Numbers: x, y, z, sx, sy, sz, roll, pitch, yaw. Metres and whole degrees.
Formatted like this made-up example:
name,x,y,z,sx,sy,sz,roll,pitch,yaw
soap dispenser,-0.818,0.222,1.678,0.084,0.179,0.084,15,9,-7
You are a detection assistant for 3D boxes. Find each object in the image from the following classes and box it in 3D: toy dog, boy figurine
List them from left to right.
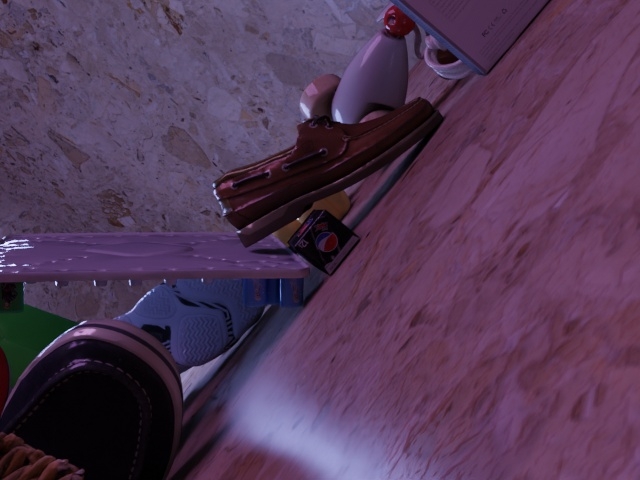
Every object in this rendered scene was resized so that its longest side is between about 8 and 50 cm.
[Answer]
name,x,y,z,sx,sy,sz,roll,pitch,yaw
boy figurine,-0.023,-0.051,1.380,0.177,0.092,0.285,-52,6,-20
toy dog,0.123,-0.261,1.252,0.334,0.220,0.161,-38,-20,34

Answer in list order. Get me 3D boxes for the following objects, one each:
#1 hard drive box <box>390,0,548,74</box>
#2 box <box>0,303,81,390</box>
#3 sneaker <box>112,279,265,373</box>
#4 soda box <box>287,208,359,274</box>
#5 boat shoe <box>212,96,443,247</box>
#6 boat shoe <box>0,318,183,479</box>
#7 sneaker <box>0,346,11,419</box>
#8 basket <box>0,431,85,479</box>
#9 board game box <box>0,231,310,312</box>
name,x,y,z,sx,sy,sz,roll,pitch,yaw
hard drive box,0.165,-0.342,1.013,0.181,0.232,0.089,-49,6,11
box,-0.353,0.211,1.106,0.126,0.262,0.231,-76,10,-45
sneaker,-0.246,0.160,1.342,0.366,0.137,0.210,-30,-7,2
soda box,0.000,0.000,1.023,0.060,0.053,0.169,-51,4,-2
boat shoe,0.004,-0.110,1.078,0.307,0.104,0.111,-31,4,4
boat shoe,-0.296,0.294,0.870,0.500,0.187,0.156,-54,9,20
sneaker,-0.394,0.210,0.855,0.118,0.107,0.279,-44,23,53
basket,-0.310,0.276,0.528,0.299,0.214,0.223,-60,-14,-55
board game box,-0.236,0.034,1.108,0.390,0.390,0.050,-146,56,-77
